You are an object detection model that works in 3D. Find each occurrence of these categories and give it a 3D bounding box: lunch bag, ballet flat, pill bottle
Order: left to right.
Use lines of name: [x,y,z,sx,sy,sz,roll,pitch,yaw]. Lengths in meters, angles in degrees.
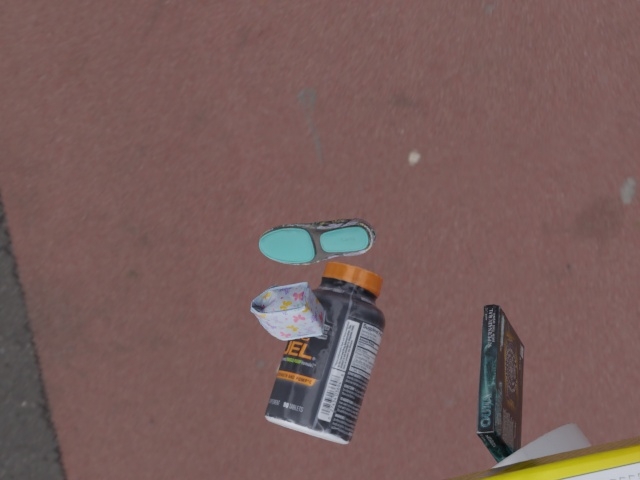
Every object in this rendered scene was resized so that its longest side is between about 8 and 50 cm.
lunch bag: [-0.044,0.094,1.694,0.083,0.053,0.071,-12,138,19]
ballet flat: [0.000,0.000,1.182,0.114,0.041,0.041,-4,111,23]
pill bottle: [0.016,0.156,1.816,0.130,0.130,0.246,17,80,2]

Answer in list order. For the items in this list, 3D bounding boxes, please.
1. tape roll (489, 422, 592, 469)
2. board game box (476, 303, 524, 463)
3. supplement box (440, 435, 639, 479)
tape roll: [0.278,0.372,1.634,0.246,0.246,0.169,-42,69,21]
board game box: [0.240,0.195,1.687,0.026,0.186,0.126,-7,145,23]
supplement box: [0.263,0.298,1.212,0.356,0.195,0.194,-17,80,22]
